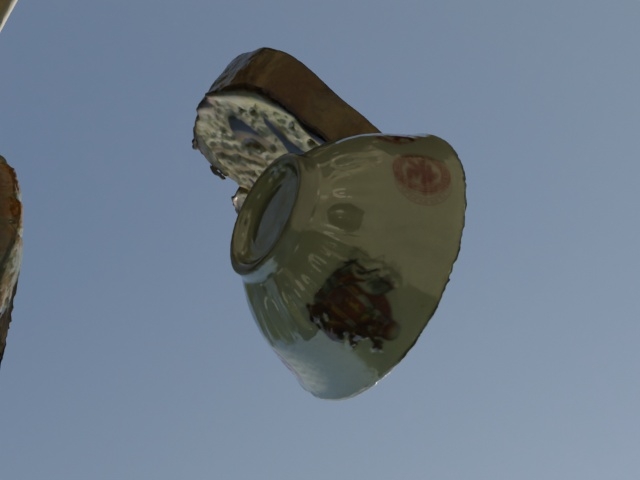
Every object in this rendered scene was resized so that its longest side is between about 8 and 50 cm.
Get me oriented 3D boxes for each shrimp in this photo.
[{"bbox_3d":[-0.450,0.026,1.246,0.164,0.062,0.317,-5,-105,-5],"label":"shrimp"}]

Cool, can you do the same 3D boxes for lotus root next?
[{"bbox_3d":[-0.017,-0.100,1.464,0.375,0.390,0.111,21,-122,39],"label":"lotus root"}]

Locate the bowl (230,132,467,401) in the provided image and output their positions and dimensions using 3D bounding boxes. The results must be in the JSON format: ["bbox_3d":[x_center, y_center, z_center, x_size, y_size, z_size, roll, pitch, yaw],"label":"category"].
[{"bbox_3d":[0.000,0.000,1.145,0.157,0.337,0.337,25,-129,-25],"label":"bowl"}]

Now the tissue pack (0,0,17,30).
[{"bbox_3d":[-0.263,-0.088,0.463,0.234,0.125,0.159,-21,-139,29],"label":"tissue pack"}]
